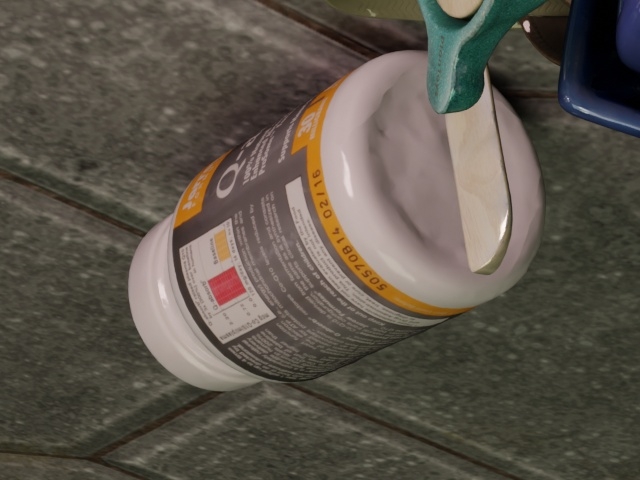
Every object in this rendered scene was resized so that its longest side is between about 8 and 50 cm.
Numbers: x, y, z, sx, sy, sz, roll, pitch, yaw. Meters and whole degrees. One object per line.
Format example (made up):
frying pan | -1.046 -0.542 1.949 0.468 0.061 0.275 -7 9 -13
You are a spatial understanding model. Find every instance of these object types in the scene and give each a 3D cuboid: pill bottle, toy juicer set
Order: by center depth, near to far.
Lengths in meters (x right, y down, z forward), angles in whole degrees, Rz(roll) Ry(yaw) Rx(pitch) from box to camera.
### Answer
toy juicer set | 0.058 -0.171 0.793 0.090 0.209 0.329 0 134 -15
pill bottle | 0.000 0.000 1.201 0.162 0.162 0.278 26 148 -26

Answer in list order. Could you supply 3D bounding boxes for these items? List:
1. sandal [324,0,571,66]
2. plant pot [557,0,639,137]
sandal | 0.137 -0.127 0.995 0.303 0.086 0.120 0 150 21
plant pot | 0.235 -0.143 0.789 0.236 0.236 0.212 16 159 -8
